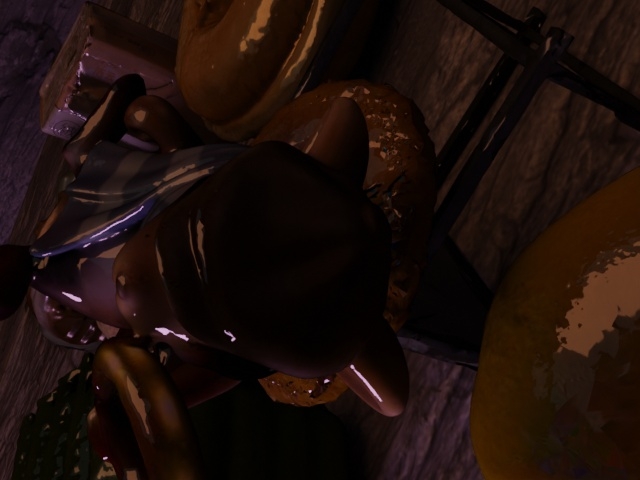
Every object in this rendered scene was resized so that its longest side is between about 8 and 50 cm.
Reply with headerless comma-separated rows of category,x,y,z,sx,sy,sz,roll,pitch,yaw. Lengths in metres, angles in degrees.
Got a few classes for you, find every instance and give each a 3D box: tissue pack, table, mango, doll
tissue pack,-0.292,-0.215,1.577,0.238,0.305,0.239,-37,42,44
table,0.135,-0.087,0.871,0.272,0.222,0.335,-59,32,19
mango,0.250,0.067,0.589,0.365,0.182,0.253,-43,70,34
doll,-0.103,0.024,0.652,0.339,0.209,0.318,1,87,51

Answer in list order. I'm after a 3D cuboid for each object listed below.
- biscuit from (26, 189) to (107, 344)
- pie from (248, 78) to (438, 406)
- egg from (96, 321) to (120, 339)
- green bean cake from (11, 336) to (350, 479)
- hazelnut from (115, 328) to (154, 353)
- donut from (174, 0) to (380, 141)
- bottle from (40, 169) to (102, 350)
biscuit,-0.356,0.022,1.563,0.103,0.332,0.332,28,100,20
pie,-0.001,0.001,0.754,0.273,0.069,0.274,-14,72,51
egg,-0.247,0.061,1.445,0.203,0.203,0.245,2,68,60
green bean cake,-0.160,0.278,1.061,0.335,0.319,0.218,-38,40,38
hazelnut,-0.180,0.181,1.258,0.217,0.217,0.252,-21,67,53
donut,-0.063,-0.356,1.388,0.449,0.198,0.449,-36,45,46
bottle,-0.463,0.043,1.864,0.168,0.168,0.347,-6,73,58
